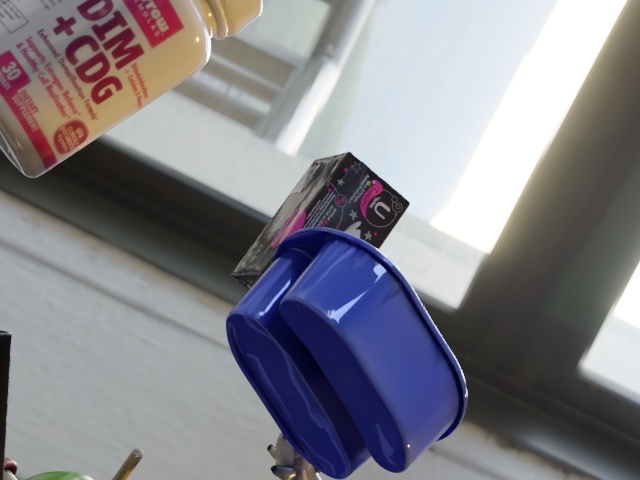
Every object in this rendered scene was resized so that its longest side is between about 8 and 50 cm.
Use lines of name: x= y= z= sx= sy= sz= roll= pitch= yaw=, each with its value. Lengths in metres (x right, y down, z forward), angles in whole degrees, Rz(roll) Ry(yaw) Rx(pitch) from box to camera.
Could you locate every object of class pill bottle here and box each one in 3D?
pill bottle: x=-0.208 y=-0.200 z=1.337 sx=0.283 sy=0.160 sz=0.160 roll=-36 pitch=174 yaw=-12

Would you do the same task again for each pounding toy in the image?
pounding toy: x=-0.376 y=0.340 z=1.860 sx=0.237 sy=0.110 sz=0.183 roll=-21 pitch=147 yaw=-40

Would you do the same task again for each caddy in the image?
caddy: x=0.042 y=0.145 z=1.794 sx=0.241 sy=0.341 sz=0.179 roll=-17 pitch=-160 yaw=46

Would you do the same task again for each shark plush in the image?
shark plush: x=-0.011 y=0.336 z=1.973 sx=0.067 sy=0.161 sz=0.073 roll=-37 pitch=-173 yaw=6

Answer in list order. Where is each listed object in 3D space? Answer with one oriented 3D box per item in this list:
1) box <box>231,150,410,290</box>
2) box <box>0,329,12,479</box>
box: x=0.000 y=0.000 z=2.227 sx=0.247 sy=0.142 sz=0.163 roll=-54 pitch=-164 yaw=-15
box: x=-0.351 y=0.194 z=1.140 sx=0.103 sy=0.184 sz=0.261 roll=2 pitch=93 yaw=-49
